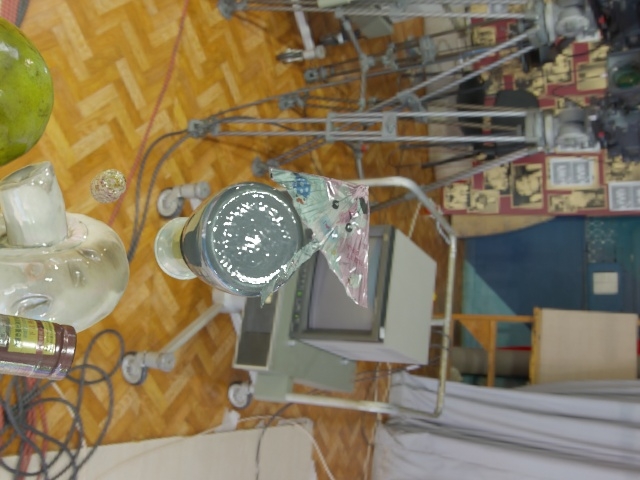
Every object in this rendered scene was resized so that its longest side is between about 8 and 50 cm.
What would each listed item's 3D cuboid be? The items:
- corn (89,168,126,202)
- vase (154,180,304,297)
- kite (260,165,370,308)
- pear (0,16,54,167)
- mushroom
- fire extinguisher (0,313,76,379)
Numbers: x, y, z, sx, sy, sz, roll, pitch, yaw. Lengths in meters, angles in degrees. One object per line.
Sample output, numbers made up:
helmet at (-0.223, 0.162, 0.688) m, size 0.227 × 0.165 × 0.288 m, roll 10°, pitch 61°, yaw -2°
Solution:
corn at (-0.569, -0.145, 1.707) m, size 0.086 × 0.253 × 0.086 m, roll 0°, pitch 90°, yaw -24°
vase at (-0.177, 0.008, 1.066) m, size 0.173 × 0.321 × 0.173 m, roll 3°, pitch 85°, yaw -32°
kite at (0.000, 0.000, 0.489) m, size 0.156 × 0.011 × 0.139 m, roll -45°, pitch 109°, yaw -38°
pear at (-0.643, -0.282, 1.216) m, size 0.253 × 0.253 × 0.307 m, roll 49°, pitch 32°, yaw -47°
mushroom at (-0.595, 0.042, 1.315) m, size 0.353 × 0.325 × 0.353 m, roll 51°, pitch 28°, yaw -42°
fire extinguisher at (-0.437, 0.135, 0.774) m, size 0.252 × 0.075 × 0.106 m, roll 17°, pitch 84°, yaw -38°
